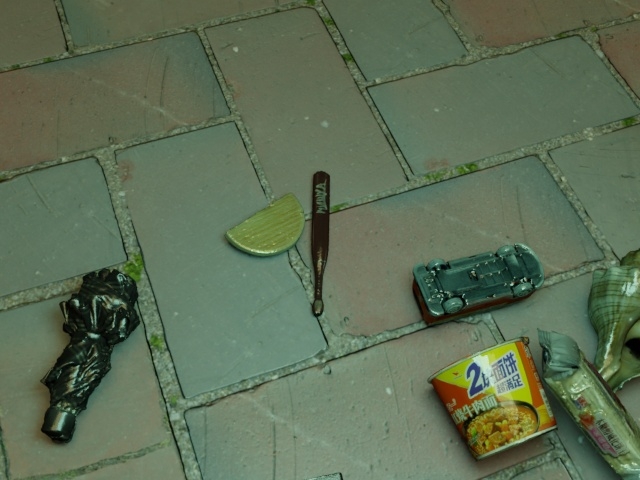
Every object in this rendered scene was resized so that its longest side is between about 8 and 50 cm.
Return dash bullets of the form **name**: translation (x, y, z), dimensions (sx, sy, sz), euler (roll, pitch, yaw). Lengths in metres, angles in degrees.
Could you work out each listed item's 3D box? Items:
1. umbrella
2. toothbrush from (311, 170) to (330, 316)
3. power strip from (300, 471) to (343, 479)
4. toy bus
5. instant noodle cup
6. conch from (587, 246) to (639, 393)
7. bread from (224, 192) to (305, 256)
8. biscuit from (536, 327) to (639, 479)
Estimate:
- **umbrella**: translation (-0.464, 0.206, 1.406), dimensions (0.154, 0.128, 0.336), euler (23, 63, 8)
- **toothbrush**: translation (0.000, -0.001, 1.611), dimensions (0.041, 0.041, 0.363), euler (2, 59, -2)
- **power strip**: translation (-0.012, 0.448, 1.333), dimensions (0.111, 0.038, 0.029), euler (-8, 58, -10)
- **toy bus**: translation (0.324, 0.094, 1.524), dimensions (0.265, 0.119, 0.121), euler (-13, 60, -11)
- **instant noodle cup**: translation (0.327, 0.298, 1.359), dimensions (0.213, 0.213, 0.174), euler (-17, 69, -14)
- **conch**: translation (0.635, 0.169, 1.490), dimensions (0.203, 0.170, 0.386), euler (16, 92, 32)
- **bread**: translation (-0.103, -0.019, 1.618), dimensions (0.193, 0.036, 0.112), euler (-35, 71, -26)
- **biscuit**: translation (0.500, 0.303, 1.345), dimensions (0.079, 0.186, 0.309), euler (-36, 88, 19)
